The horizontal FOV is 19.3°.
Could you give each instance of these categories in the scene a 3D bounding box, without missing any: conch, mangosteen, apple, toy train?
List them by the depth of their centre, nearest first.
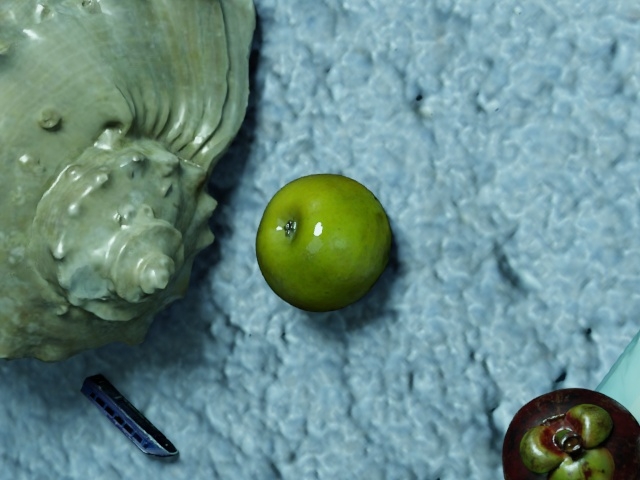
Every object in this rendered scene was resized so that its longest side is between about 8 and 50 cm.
[{"bbox_3d":[0.135,0.118,1.026,0.081,0.081,0.081,1,92,27],"label":"mangosteen"},{"bbox_3d":[0.000,0.000,1.189,0.089,0.074,0.089,-15,66,37],"label":"apple"},{"bbox_3d":[-0.196,-0.099,1.223,0.352,0.210,0.297,41,94,18],"label":"conch"},{"bbox_3d":[-0.131,0.124,1.292,0.083,0.017,0.017,41,111,20],"label":"toy train"}]

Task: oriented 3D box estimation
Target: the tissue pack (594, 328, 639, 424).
[{"bbox_3d":[0.233,0.129,1.066,0.177,0.089,0.263,40,106,20],"label":"tissue pack"}]
